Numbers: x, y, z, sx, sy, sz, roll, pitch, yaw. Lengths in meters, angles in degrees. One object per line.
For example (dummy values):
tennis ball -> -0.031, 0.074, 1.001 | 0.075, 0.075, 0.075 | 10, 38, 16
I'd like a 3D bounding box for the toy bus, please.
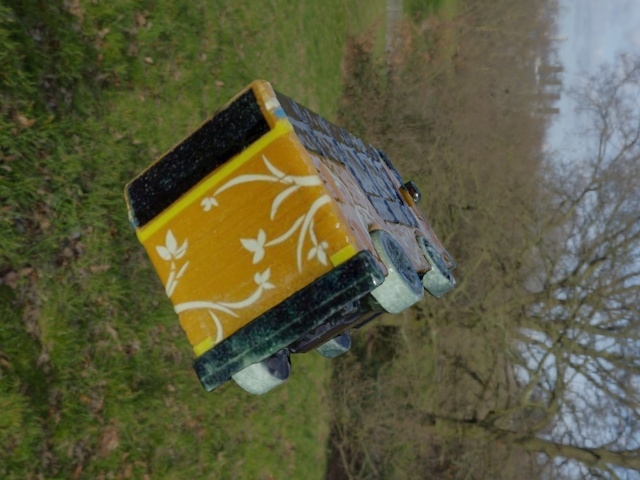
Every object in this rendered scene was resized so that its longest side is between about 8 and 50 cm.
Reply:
toy bus -> 0.000, 0.000, 0.530 | 0.194, 0.161, 0.323 | 59, 18, 12
